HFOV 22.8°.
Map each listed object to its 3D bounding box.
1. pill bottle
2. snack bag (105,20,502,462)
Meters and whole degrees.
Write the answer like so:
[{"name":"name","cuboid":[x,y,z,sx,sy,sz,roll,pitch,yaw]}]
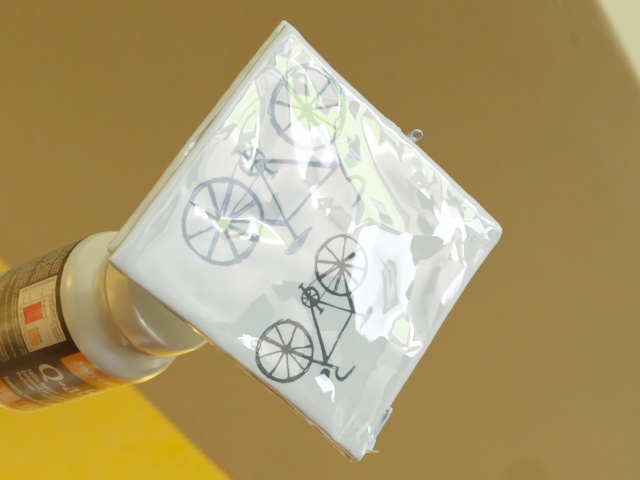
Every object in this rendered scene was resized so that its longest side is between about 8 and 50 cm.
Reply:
[{"name":"pill bottle","cuboid":[-0.242,0.081,1.668,0.278,0.162,0.162,-19,-43,41]},{"name":"snack bag","cuboid":[0.000,0.000,1.603,0.342,0.323,0.037,41,-22,-16]}]
